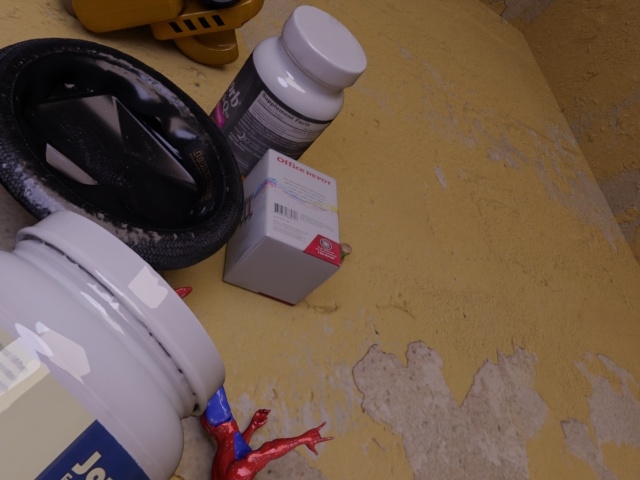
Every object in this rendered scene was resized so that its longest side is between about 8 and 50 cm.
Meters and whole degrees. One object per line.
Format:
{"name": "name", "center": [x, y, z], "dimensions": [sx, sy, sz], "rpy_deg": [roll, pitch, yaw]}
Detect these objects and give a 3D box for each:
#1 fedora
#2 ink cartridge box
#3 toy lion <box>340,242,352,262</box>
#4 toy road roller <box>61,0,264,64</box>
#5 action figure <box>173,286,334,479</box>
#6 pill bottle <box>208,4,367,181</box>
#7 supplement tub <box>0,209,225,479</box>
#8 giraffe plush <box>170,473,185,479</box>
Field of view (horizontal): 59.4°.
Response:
{"name": "fedora", "center": [-0.264, -0.082, 0.692], "dimensions": [0.334, 0.152, 0.334], "rpy_deg": [24, 44, -26]}
{"name": "ink cartridge box", "center": [-0.057, -0.020, 0.848], "dimensions": [0.128, 0.127, 0.176], "rpy_deg": [23, 45, -26]}
{"name": "toy lion", "center": [0.000, 0.000, 0.964], "dimensions": [0.100, 0.034, 0.096], "rpy_deg": [-20, 66, -48]}
{"name": "toy road roller", "center": [-0.264, -0.431, 0.994], "dimensions": [0.330, 0.240, 0.202], "rpy_deg": [-11, 59, -5]}
{"name": "action figure", "center": [-0.094, 0.186, 0.665], "dimensions": [0.139, 0.091, 0.280], "rpy_deg": [-12, 66, -33]}
{"name": "pill bottle", "center": [-0.063, -0.217, 0.889], "dimensions": [0.162, 0.278, 0.162], "rpy_deg": [25, 43, -26]}
{"name": "supplement tub", "center": [-0.247, 0.153, 0.383], "dimensions": [0.235, 0.235, 0.325], "rpy_deg": [45, 59, -3]}
{"name": "giraffe plush", "center": [-0.128, 0.315, 0.487], "dimensions": [0.170, 0.210, 0.181], "rpy_deg": [49, 65, -36]}
